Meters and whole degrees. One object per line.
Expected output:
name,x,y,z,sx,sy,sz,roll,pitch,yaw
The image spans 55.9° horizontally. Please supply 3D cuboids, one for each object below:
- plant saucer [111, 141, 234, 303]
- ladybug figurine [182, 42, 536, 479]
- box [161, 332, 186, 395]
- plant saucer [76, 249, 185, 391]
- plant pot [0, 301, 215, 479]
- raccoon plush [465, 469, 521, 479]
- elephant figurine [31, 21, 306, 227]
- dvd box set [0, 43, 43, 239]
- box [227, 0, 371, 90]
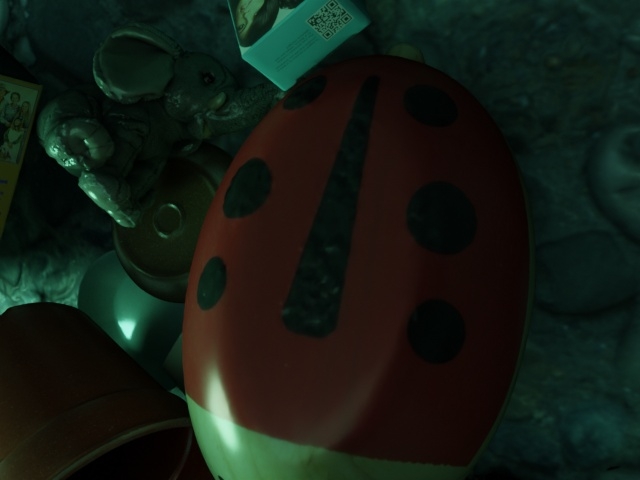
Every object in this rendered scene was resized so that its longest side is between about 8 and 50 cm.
plant saucer,-0.171,-0.024,0.712,0.199,0.036,0.198,-1,88,17
ladybug figurine,0.021,0.028,0.507,0.305,0.162,0.448,7,78,16
box,-0.042,0.195,0.673,0.275,0.113,0.094,46,138,7
plant saucer,-0.229,0.102,0.785,0.195,0.037,0.194,4,102,23
plant pot,-0.278,0.218,0.654,0.265,0.273,0.272,36,113,35
raccoon plush,0.186,0.413,0.527,0.446,0.299,0.216,40,112,11
elephant figurine,-0.165,-0.141,0.644,0.239,0.169,0.186,-45,108,-9
dvd box set,-0.461,-0.038,0.738,0.308,0.062,0.420,36,109,43
box,-0.040,-0.264,0.560,0.101,0.060,0.244,-33,55,24
